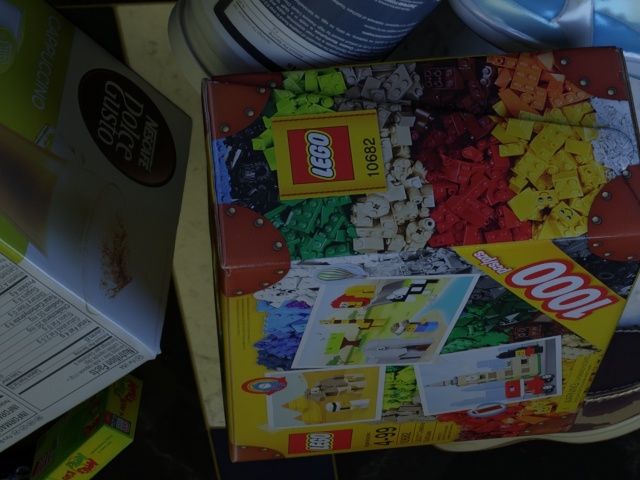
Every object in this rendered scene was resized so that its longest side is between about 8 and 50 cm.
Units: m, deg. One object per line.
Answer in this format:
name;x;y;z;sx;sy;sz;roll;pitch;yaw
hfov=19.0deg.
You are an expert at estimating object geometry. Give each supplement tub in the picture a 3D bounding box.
supplement tub;0.004;-0.241;1.713;0.191;0.191;0.272;29;131;-21

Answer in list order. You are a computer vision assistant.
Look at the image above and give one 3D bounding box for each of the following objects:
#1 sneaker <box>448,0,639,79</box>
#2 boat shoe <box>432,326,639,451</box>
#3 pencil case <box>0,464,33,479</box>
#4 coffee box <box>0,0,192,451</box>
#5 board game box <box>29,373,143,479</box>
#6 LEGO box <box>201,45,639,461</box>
sneaker;0.287;-0.252;1.724;0.319;0.127;0.208;10;138;-17
boat shoe;0.252;0.147;2.131;0.342;0.123;0.123;-11;134;25
pencil case;-0.541;0.370;2.401;0.410;0.160;0.183;-4;151;11
coffee box;-0.365;-0.022;1.867;0.338;0.338;0.334;-32;124;30
board game box;-0.283;0.239;2.293;0.043;0.092;0.181;29;131;-23
LEGO box;0.083;0.030;1.830;0.372;0.193;0.500;-5;155;-3
